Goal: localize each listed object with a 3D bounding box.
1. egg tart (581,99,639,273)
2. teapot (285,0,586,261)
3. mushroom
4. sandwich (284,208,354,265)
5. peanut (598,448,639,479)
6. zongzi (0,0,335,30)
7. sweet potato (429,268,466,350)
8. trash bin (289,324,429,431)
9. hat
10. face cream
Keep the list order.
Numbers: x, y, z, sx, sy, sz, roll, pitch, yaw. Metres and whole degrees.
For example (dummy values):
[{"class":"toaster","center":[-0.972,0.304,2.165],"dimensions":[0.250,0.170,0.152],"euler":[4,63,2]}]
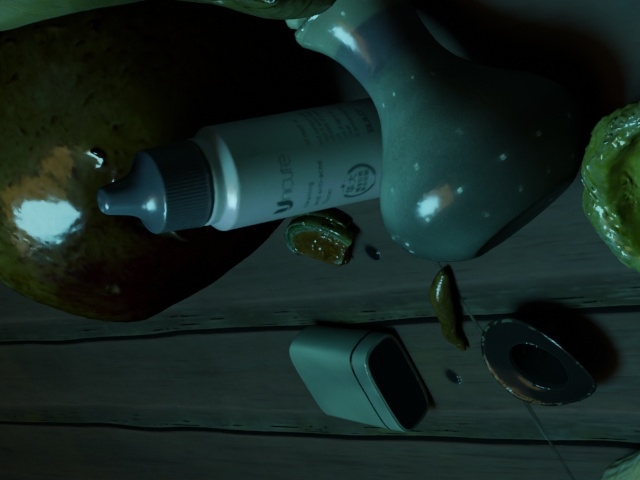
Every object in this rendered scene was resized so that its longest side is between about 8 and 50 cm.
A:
[{"class":"egg tart","center":[0.292,-0.039,1.166],"dimensions":[0.197,0.078,0.197],"euler":[28,144,23]},{"class":"teapot","center":[0.086,-0.114,1.244],"dimensions":[0.251,0.183,0.183],"euler":[52,150,9]},{"class":"mushroom","center":[-0.159,-0.097,1.468],"dimensions":[0.331,0.356,0.334],"euler":[-36,101,22]},{"class":"sandwich","center":[0.001,-0.003,1.601],"dimensions":[0.101,0.026,0.069],"euler":[9,133,43]},{"class":"peanut","center":[0.318,0.229,1.443],"dimensions":[0.087,0.087,0.207],"euler":[41,150,6]},{"class":"zongzi","center":[-0.139,-0.207,1.240],"dimensions":[0.274,0.145,0.300],"euler":[48,112,27]},{"class":"sweet potato","center":[0.125,0.071,1.543],"dimensions":[0.026,0.026,0.115],"euler":[21,143,34]},{"class":"trash bin","center":[0.042,0.150,1.701],"dimensions":[0.130,0.059,0.116],"euler":[3,129,50]},{"class":"hat","center":[0.211,0.105,1.457],"dimensions":[0.121,0.050,0.121],"euler":[25,143,21]},{"class":"face cream","center":[-0.042,-0.062,1.306],"dimensions":[0.092,0.311,0.092],"euler":[30,125,54]}]
